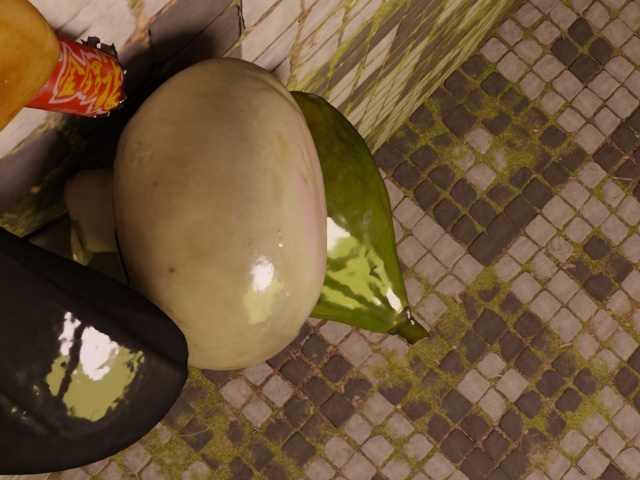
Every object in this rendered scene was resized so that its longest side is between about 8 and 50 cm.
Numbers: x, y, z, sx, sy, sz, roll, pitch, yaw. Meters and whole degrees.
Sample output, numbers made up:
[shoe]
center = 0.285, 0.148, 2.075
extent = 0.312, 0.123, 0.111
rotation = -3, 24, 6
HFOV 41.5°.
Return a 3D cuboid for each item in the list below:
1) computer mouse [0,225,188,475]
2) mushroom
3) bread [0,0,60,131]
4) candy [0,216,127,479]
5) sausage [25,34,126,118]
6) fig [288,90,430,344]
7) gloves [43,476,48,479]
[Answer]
[computer mouse]
center = -0.177, 0.076, 0.496
extent = 0.137, 0.086, 0.270
rotation = -44, 138, 10
[mushroom]
center = -0.096, -0.022, 0.665
extent = 0.246, 0.202, 0.246
rotation = 0, 90, -90
[bread]
center = -0.205, -0.016, 0.313
extent = 0.239, 0.074, 0.092
rotation = -46, 174, 1
[candy]
center = -0.280, 0.141, 0.653
extent = 0.208, 0.145, 0.359
rotation = -48, 177, 32
[sausage]
center = -0.147, -0.090, 0.431
extent = 0.050, 0.048, 0.145
rotation = -52, 174, 10
[fig]
center = -0.030, -0.003, 0.921
extent = 0.233, 0.314, 0.233
rotation = -19, 180, 0
[gloves]
center = -0.506, 0.404, 1.295
extent = 0.241, 0.126, 0.145
rotation = -49, -158, -8
